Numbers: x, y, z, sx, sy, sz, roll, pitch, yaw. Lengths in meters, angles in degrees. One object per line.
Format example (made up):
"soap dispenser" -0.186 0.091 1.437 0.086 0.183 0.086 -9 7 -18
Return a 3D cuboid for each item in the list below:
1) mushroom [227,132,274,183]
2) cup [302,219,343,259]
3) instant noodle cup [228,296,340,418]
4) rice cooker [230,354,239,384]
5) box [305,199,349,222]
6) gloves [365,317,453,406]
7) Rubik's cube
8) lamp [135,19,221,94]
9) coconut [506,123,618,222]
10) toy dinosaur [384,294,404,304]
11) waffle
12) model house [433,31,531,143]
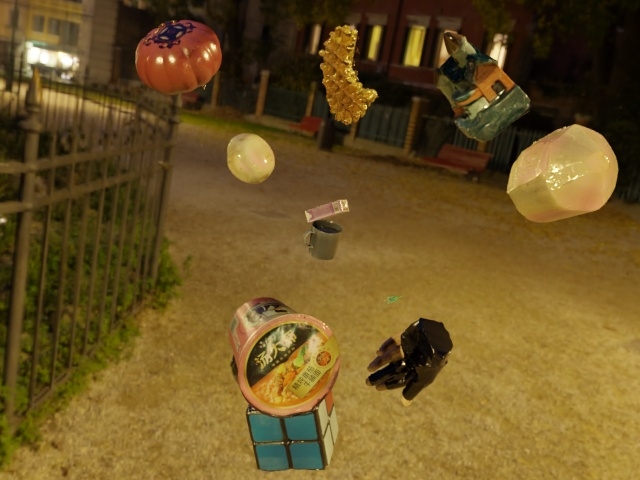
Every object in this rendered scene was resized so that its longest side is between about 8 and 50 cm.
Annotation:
"mushroom" -0.113 -0.128 1.083 0.067 0.083 0.083 -24 -9 32
"cup" 0.000 0.000 1.675 0.100 0.077 0.078 -3 29 -29
"instant noodle cup" -0.102 0.241 1.561 0.244 0.244 0.255 6 11 -21
"rice cooker" -0.135 0.335 1.993 0.224 0.267 0.267 18 10 -7
"box" 0.019 -0.081 1.918 0.117 0.036 0.050 -17 -5 29
"gloves" 0.254 0.356 1.963 0.152 0.301 0.197 17 45 -49
"Rubik's cube" -0.065 0.439 1.670 0.183 0.167 0.180 -4 17 14
"lamp" -0.290 -0.372 1.420 0.182 0.140 0.182 -8 44 8
"coconut" 0.608 -0.168 1.705 0.233 0.233 0.245 6 -14 -22
"toy dinosaur" 0.244 0.190 2.237 0.083 0.021 0.062 -20 3 -14
"waffle" 0.081 -0.509 2.153 0.069 0.293 0.260 -11 -6 -24
"model house" 0.404 -0.439 1.879 0.291 0.184 0.253 48 12 -20
